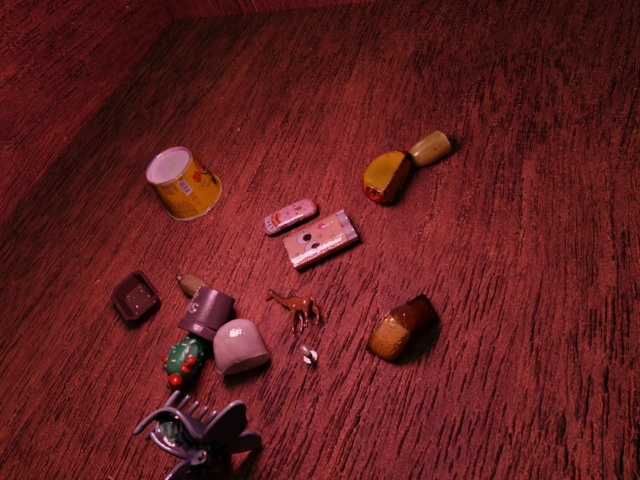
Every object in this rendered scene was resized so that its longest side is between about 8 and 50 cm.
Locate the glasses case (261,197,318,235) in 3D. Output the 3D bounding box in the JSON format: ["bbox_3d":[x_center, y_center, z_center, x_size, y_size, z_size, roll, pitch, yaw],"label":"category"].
[{"bbox_3d":[-0.138,-0.105,2.069,0.267,0.067,0.103,-25,49,2],"label":"glasses case"}]

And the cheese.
[{"bbox_3d":[-0.303,0.387,1.696,0.198,0.154,0.188,-18,78,-2],"label":"cheese"}]

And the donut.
[{"bbox_3d":[0.289,0.290,1.575,0.295,0.151,0.112,-42,62,-12],"label":"donut"}]

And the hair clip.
[{"bbox_3d":[-0.393,0.644,1.468,0.239,0.318,0.392,28,71,35],"label":"hair clip"}]

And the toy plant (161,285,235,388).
[{"bbox_3d":[-0.484,0.382,1.780,0.280,0.185,0.399,8,68,39],"label":"toy plant"}]

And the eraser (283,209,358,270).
[{"bbox_3d":[0.000,0.000,1.928,0.291,0.087,0.171,-26,52,2],"label":"eraser"}]

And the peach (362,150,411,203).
[{"bbox_3d":[0.278,-0.279,1.976,0.154,0.158,0.267,23,68,22],"label":"peach"}]

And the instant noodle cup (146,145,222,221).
[{"bbox_3d":[-0.693,-0.294,2.300,0.326,0.254,0.325,-10,54,15],"label":"instant noodle cup"}]

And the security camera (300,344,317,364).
[{"bbox_3d":[-0.048,0.405,1.649,0.058,0.092,0.058,-10,55,14],"label":"security camera"}]

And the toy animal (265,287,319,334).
[{"bbox_3d":[-0.115,0.259,1.804,0.224,0.066,0.229,-30,58,23],"label":"toy animal"}]

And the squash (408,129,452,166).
[{"bbox_3d":[0.462,-0.392,2.017,0.187,0.123,0.123,-30,51,-3],"label":"squash"}]

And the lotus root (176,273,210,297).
[{"bbox_3d":[-0.551,0.198,2.001,0.183,0.077,0.090,21,58,29],"label":"lotus root"}]

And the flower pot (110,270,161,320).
[{"bbox_3d":[-0.808,0.259,2.052,0.179,0.084,0.251,-44,51,-12],"label":"flower pot"}]
